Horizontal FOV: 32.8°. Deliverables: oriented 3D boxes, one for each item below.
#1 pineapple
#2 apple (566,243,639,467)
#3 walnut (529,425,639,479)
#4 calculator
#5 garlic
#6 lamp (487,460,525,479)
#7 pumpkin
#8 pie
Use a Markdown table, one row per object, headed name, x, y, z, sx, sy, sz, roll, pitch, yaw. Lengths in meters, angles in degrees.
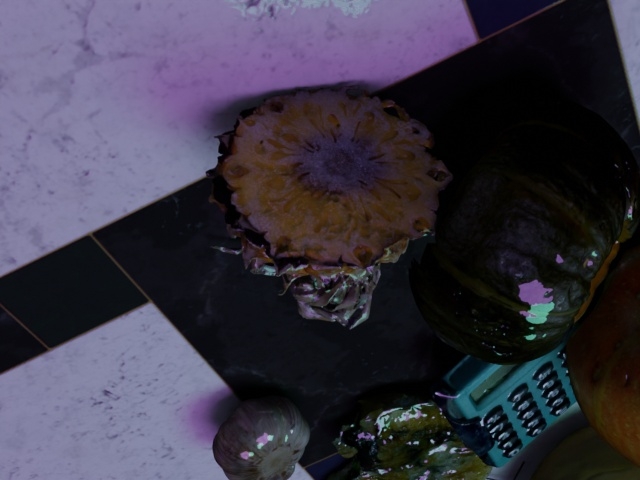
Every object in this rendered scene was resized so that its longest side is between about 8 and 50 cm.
| name | x | y | z | sx | sy | sz | roll | pitch | yaw |
| --- | --- | --- | --- | --- | --- | --- | --- | --- | --- |
| pineapple | 0.000 | 0.000 | 1.247 | 0.262 | 0.262 | 0.272 | -10 | 149 | -10 |
| apple | 0.514 | 0.175 | 1.495 | 0.339 | 0.339 | 0.339 | -10 | 137 | -10 |
| walnut | 0.507 | 0.490 | 1.841 | 0.354 | 0.308 | 0.398 | 14 | 125 | 0 |
| calculator | 0.299 | 0.216 | 1.620 | 0.248 | 0.058 | 0.274 | -39 | 136 | -5 |
| garlic | -0.089 | 0.286 | 1.574 | 0.147 | 0.102 | 0.159 | -48 | 143 | 10 |
| lamp | 0.299 | 0.411 | 1.890 | 0.121 | 0.041 | 0.054 | 8 | 139 | -22 |
| pumpkin | 0.242 | -0.001 | 1.257 | 0.320 | 0.192 | 0.320 | -54 | 166 | -20 |
| pie | 0.140 | 0.364 | 1.753 | 0.296 | 0.078 | 0.371 | -5 | 135 | -17 |
